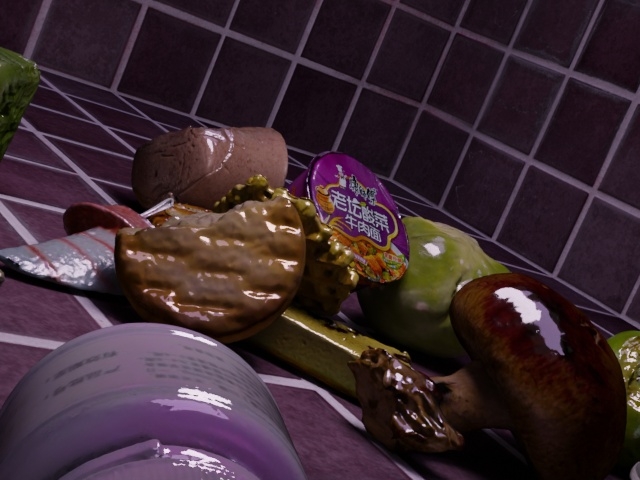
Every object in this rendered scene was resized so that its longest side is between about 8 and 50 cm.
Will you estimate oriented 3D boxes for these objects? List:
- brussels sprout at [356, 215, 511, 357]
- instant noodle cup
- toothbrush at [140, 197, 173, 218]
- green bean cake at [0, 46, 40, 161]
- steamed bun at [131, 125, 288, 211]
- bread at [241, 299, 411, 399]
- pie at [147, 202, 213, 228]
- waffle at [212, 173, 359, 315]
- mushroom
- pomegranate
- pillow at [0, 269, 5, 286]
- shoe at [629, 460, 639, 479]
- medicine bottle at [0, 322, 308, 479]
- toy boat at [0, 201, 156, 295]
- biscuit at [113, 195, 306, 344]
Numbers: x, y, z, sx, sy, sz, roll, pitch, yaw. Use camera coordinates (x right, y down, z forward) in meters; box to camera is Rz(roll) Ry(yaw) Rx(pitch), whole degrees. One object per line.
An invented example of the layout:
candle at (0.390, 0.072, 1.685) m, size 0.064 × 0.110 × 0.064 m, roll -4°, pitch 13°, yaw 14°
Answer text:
brussels sprout at (0.199, 0.077, 2.139) m, size 0.273 × 0.243 × 0.317 m, roll -3°, pitch 34°, yaw -23°
instant noodle cup at (0.000, 0.000, 2.000) m, size 0.251 × 0.190 × 0.251 m, roll 32°, pitch 42°, yaw -34°
toothbrush at (-0.317, -0.027, 1.963) m, size 0.022 × 0.017 × 0.204 m, roll 18°, pitch 35°, yaw 36°
green bean cake at (-0.574, -0.213, 1.951) m, size 0.124 × 0.248 × 0.222 m, roll 24°, pitch 9°, yaw 0°
steamed bun at (-0.220, -0.104, 2.289) m, size 0.251 × 0.199 × 0.301 m, roll -2°, pitch -10°, yaw -38°
bread at (-0.031, 0.145, 1.788) m, size 0.361 × 0.077 × 0.138 m, roll 25°, pitch 11°, yaw 12°
pie at (-0.189, 0.015, 2.076) m, size 0.308 × 0.086 × 0.308 m, roll 21°, pitch 12°, yaw -5°
waffle at (-0.062, 0.021, 1.844) m, size 0.291 × 0.291 × 0.051 m, roll 27°, pitch 49°, yaw 20°
mushroom at (0.269, 0.233, 1.678) m, size 0.331 × 0.356 × 0.334 m, roll 40°, pitch -12°, yaw 27°
pomegranate at (0.498, 0.262, 1.930) m, size 0.301 × 0.236 × 0.236 m, roll 12°, pitch 15°, yaw -39°
pillow at (-0.542, -0.006, 1.593) m, size 0.188 × 0.034 × 0.255 m, roll 15°, pitch 15°, yaw -30°
shoe at (0.582, 0.381, 1.787) m, size 0.099 × 0.126 × 0.227 m, roll 8°, pitch 20°, yaw -47°
medicine bottle at (-0.119, 0.212, 0.819) m, size 0.241 × 0.241 × 0.302 m, roll 20°, pitch 11°, yaw -16°
toy boat at (-0.349, 0.024, 1.729) m, size 0.206 × 0.096 × 0.282 m, roll 43°, pitch 24°, yaw 17°
biscuit at (-0.155, 0.047, 1.681) m, size 0.274 × 0.213 × 0.091 m, roll -5°, pitch -18°, yaw -10°
